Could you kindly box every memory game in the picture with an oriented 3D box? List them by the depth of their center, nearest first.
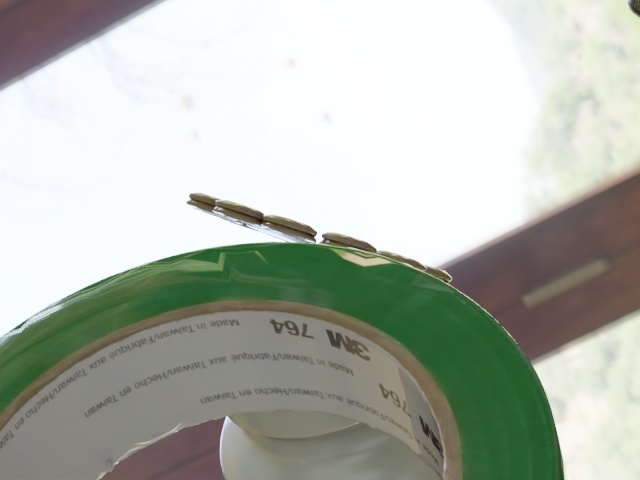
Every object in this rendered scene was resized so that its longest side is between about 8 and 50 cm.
[{"bbox_3d":[0.000,0.000,1.226,0.186,0.186,0.012,24,-97,-71],"label":"memory game"}]

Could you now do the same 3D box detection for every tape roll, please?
[{"bbox_3d":[-0.048,0.137,0.822,0.321,0.321,0.077,-102,-4,-48],"label":"tape roll"}]

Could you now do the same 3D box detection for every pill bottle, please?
[{"bbox_3d":[0.030,0.147,1.066,0.153,0.153,0.265,-97,-10,-56],"label":"pill bottle"}]

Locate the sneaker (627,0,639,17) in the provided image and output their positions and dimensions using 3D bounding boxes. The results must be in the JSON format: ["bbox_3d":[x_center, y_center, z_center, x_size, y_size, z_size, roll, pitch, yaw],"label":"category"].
[{"bbox_3d":[0.312,-0.194,1.436,0.192,0.086,0.064,7,-142,-43],"label":"sneaker"}]
